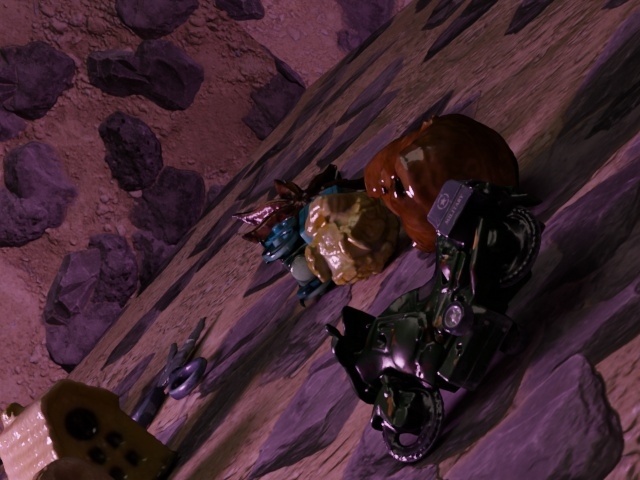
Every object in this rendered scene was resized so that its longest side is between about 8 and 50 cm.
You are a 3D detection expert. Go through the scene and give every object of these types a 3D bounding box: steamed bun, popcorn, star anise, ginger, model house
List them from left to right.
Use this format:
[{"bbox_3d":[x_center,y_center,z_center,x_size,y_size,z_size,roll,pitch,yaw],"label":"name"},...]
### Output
[{"bbox_3d":[-0.371,0.322,2.016,0.193,0.234,0.175,-38,13,50],"label":"model house"},{"bbox_3d":[-0.331,0.400,1.821,0.155,0.172,0.141,-63,-7,17],"label":"steamed bun"},{"bbox_3d":[-0.016,-0.037,2.325,0.272,0.103,0.272,-17,29,10],"label":"star anise"},{"bbox_3d":[0.046,-0.002,1.909,0.135,0.162,0.141,-5,51,10],"label":"popcorn"},{"bbox_3d":[0.151,-0.066,1.629,0.321,0.172,0.165,-174,89,-85],"label":"ginger"}]

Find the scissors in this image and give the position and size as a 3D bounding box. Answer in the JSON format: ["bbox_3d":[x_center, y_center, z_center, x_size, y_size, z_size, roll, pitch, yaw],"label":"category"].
[{"bbox_3d":[-0.276,0.246,2.506,0.256,0.029,0.383,-45,12,16],"label":"scissors"}]

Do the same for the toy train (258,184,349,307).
[{"bbox_3d":[0.000,0.000,2.095,0.163,0.112,0.203,-40,13,7],"label":"toy train"}]

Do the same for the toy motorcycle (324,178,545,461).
[{"bbox_3d":[0.109,0.062,1.291,0.275,0.124,0.187,-61,36,8],"label":"toy motorcycle"}]
